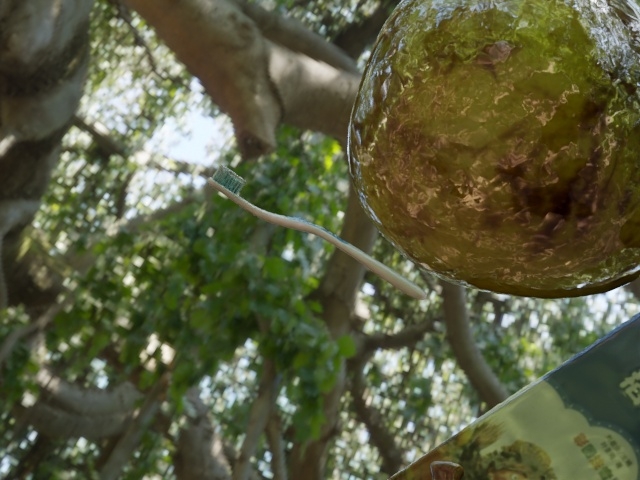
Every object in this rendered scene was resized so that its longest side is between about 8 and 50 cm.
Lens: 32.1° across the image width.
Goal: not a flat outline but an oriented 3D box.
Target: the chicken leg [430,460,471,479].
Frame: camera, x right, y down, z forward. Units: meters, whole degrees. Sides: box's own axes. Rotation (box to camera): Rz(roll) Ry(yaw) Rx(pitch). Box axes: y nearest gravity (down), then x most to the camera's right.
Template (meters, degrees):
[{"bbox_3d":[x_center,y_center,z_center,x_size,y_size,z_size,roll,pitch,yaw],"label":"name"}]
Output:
[{"bbox_3d":[0.138,0.344,1.203,0.085,0.208,0.101,0,-16,6],"label":"chicken leg"}]

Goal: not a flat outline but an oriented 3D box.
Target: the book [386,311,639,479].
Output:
[{"bbox_3d":[0.311,0.295,1.330,0.428,0.300,0.039,-34,-43,1],"label":"book"}]

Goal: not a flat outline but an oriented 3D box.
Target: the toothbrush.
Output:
[{"bbox_3d":[0.000,0.000,0.695,0.162,0.014,0.017,32,-85,-18],"label":"toothbrush"}]

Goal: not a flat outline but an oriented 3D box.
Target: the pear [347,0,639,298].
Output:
[{"bbox_3d":[0.158,-0.084,0.856,0.283,0.284,0.284,13,-45,13],"label":"pear"}]
